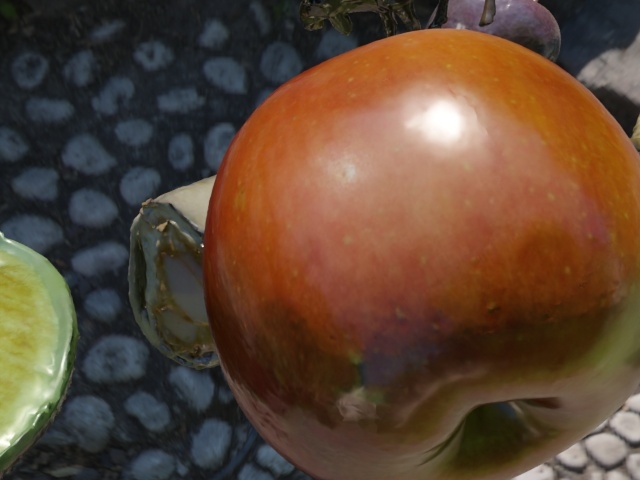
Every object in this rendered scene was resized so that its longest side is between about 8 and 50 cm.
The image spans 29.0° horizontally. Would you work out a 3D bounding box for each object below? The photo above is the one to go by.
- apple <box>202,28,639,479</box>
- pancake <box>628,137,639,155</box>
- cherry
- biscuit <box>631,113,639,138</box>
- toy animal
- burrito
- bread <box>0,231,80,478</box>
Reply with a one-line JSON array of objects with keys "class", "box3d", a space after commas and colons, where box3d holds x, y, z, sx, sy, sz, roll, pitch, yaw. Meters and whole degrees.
[{"class": "apple", "box3d": [0.038, 0.008, 0.429, 0.163, 0.163, 0.139, -17, 61, -8]}, {"class": "pancake", "box3d": [0.201, -0.069, 1.004, 0.199, 0.199, 0.021, -6, 92, -6]}, {"class": "cherry", "box3d": [0.271, -0.323, 1.980, 0.266, 0.183, 0.213, -52, 59, 17]}, {"class": "biscuit", "box3d": [0.364, -0.093, 1.354, 0.061, 0.055, 0.219, 32, 59, -13]}, {"class": "toy animal", "box3d": [0.048, -0.248, 1.172, 0.214, 0.094, 0.186, -36, 118, -16]}, {"class": "burrito", "box3d": [0.003, 0.002, 0.865, 0.143, 0.105, 0.299, 38, 32, 22]}, {"class": "bread", "box3d": [-0.288, 0.090, 0.720, 0.301, 0.045, 0.301, -5, 38, 4]}]
